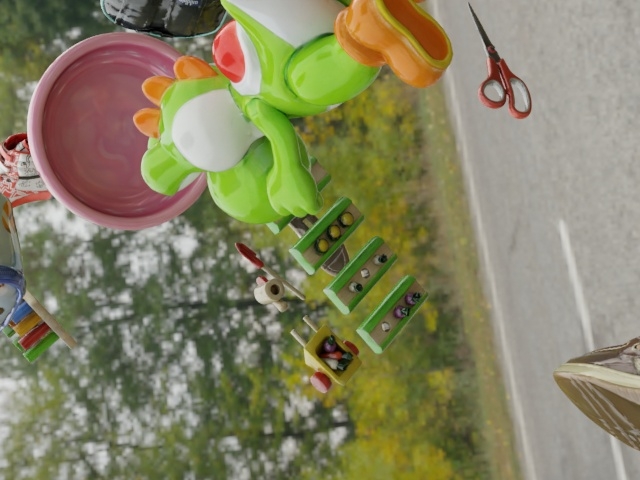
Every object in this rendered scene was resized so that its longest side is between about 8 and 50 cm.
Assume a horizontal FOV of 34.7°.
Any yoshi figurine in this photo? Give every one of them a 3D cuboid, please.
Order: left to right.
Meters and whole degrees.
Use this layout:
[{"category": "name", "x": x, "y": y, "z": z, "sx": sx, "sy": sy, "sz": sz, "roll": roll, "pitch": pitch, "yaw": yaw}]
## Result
[{"category": "yoshi figurine", "x": -0.020, "y": -0.131, "z": 0.996, "sx": 0.203, "sy": 0.362, "sz": 0.203, "roll": -27, "pitch": -93, "yaw": -53}]

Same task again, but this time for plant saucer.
[{"category": "plant saucer", "x": -0.336, "y": -0.184, "z": 1.744, "sx": 0.084, "sy": 0.332, "sz": 0.332, "roll": 4, "pitch": 102, "yaw": 60}]

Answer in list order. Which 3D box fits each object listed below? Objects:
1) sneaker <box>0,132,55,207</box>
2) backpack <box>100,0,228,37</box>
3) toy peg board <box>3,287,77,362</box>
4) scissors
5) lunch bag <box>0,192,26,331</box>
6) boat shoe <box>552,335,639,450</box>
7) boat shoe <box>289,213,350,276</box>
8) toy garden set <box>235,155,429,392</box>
[{"category": "sneaker", "x": -0.622, "y": -0.127, "z": 1.995, "sx": 0.145, "sy": 0.270, "sz": 0.090, "roll": 81, "pitch": 167, "yaw": -47}, {"category": "backpack", "x": -0.175, "y": -0.321, "z": 1.195, "sx": 0.188, "sy": 0.166, "sz": 0.144, "roll": 125, "pitch": 146, "yaw": -62}, {"category": "toy peg board", "x": -0.508, "y": 0.118, "z": 1.703, "sx": 0.161, "sy": 0.079, "sz": 0.160, "roll": 39, "pitch": 164, "yaw": 30}, {"category": "scissors", "x": 0.342, "y": -0.349, "z": 1.973, "sx": 0.021, "sy": 0.109, "sz": 0.297, "roll": 114, "pitch": 160, "yaw": -49}, {"category": "lunch bag", "x": -0.409, "y": 0.053, "z": 0.926, "sx": 0.303, "sy": 0.243, "sz": 0.115, "roll": -40, "pitch": 62, "yaw": 54}, {"category": "boat shoe", "x": 0.382, "y": 0.146, "z": 1.077, "sx": 0.123, "sy": 0.123, "sz": 0.342, "roll": 48, "pitch": 162, "yaw": -9}, {"category": "boat shoe", "x": 0.000, "y": 0.000, "z": 2.019, "sx": 0.190, "sy": 0.068, "sz": 0.072, "roll": 54, "pitch": 179, "yaw": 22}, {"category": "toy garden set", "x": 0.009, "y": 0.045, "z": 1.265, "sx": 0.244, "sy": 0.204, "sz": 0.049, "roll": 50, "pitch": 150, "yaw": -10}]
